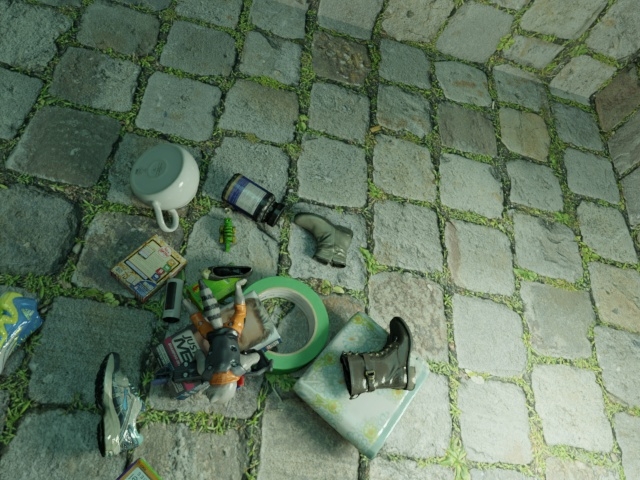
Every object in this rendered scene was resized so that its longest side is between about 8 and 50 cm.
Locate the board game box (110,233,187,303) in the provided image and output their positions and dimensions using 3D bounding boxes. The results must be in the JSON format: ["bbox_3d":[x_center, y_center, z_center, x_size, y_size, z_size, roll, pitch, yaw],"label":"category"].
[{"bbox_3d":[-0.562,0.090,1.655,0.147,0.045,0.193,40,56,7],"label":"board game box"}]

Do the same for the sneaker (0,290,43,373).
[{"bbox_3d":[-0.861,0.264,1.427,0.126,0.091,0.240,9,70,-28],"label":"sneaker"}]

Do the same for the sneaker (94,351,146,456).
[{"bbox_3d":[-0.565,0.456,1.424,0.122,0.110,0.283,6,60,-36],"label":"sneaker"}]

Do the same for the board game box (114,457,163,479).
[{"bbox_3d":[-0.334,0.660,0.869,0.356,0.356,0.356,43,57,7],"label":"board game box"}]

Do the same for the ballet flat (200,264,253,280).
[{"bbox_3d":[-0.311,0.101,1.678,0.173,0.049,0.057,-3,61,-20],"label":"ballet flat"}]

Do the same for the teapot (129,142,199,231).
[{"bbox_3d":[-0.523,-0.197,1.763,0.256,0.187,0.252,-43,59,-7],"label":"teapot"}]

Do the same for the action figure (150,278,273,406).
[{"bbox_3d":[-0.316,0.292,1.376,0.341,0.178,0.330,-14,64,-6],"label":"action figure"}]

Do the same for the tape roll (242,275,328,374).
[{"bbox_3d":[-0.135,0.278,1.673,0.321,0.077,0.321,8,59,-14],"label":"tape roll"}]

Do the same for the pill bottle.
[{"bbox_3d":[-0.244,-0.144,1.853,0.219,0.123,0.123,32,56,0],"label":"pill bottle"}]

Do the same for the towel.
[{"bbox_3d":[0.141,0.443,1.610,0.320,0.090,0.374,38,55,11],"label":"towel"}]

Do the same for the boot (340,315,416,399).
[{"bbox_3d":[0.172,0.357,1.566,0.229,0.091,0.263,4,59,-15],"label":"boot"}]

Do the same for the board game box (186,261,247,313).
[{"bbox_3d":[-0.347,0.158,1.690,0.181,0.043,0.092,-32,74,-31],"label":"board game box"}]

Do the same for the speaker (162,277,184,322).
[{"bbox_3d":[-0.473,0.194,1.620,0.055,0.055,0.136,7,60,-15],"label":"speaker"}]

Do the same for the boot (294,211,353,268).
[{"bbox_3d":[0.000,0.000,1.882,0.246,0.083,0.161,21,62,-4],"label":"boot"}]

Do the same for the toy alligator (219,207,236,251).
[{"bbox_3d":[-0.332,-0.049,1.810,0.056,0.051,0.189,4,60,-17],"label":"toy alligator"}]

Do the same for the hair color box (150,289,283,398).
[{"bbox_3d":[-0.307,0.312,1.513,0.347,0.105,0.174,-29,73,-10],"label":"hair color box"}]
